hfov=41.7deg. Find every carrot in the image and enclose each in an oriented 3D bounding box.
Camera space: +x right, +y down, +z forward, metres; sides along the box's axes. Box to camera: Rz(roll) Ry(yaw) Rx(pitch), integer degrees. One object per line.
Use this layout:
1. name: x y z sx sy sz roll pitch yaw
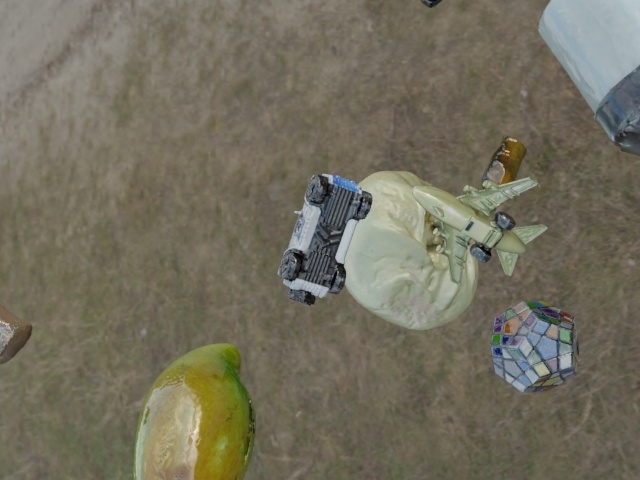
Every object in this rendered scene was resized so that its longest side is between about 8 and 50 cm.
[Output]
1. carrot: 0.459 -0.188 2.099 0.082 0.082 0.173 -11 43 53

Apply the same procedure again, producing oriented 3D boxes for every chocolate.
1. chocolate: -0.396 0.099 0.992 0.100 0.064 0.031 33 160 14

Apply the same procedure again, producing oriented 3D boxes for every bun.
1. bun: 0.204 0.012 1.812 0.213 0.361 0.361 -25 74 44

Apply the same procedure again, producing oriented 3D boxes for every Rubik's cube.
1. Rubik's cube: 0.248 0.122 0.974 0.111 0.093 0.111 35 143 33

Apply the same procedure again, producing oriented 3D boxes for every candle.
1. candle: 0.465 -0.309 1.272 0.221 0.221 0.343 -47 66 45

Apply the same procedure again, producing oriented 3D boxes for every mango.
1. mango: -0.119 0.177 0.828 0.125 0.233 0.111 -25 116 22

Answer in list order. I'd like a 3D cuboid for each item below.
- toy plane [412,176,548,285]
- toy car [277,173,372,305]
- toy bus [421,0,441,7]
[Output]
1. toy plane: 0.258 -0.028 1.409 0.229 0.244 0.092 -57 26 21
2. toy car: 0.000 0.000 1.079 0.171 0.080 0.070 -71 20 4
3. toy bus: 0.113 -0.531 1.369 0.287 0.138 0.175 38 168 16
